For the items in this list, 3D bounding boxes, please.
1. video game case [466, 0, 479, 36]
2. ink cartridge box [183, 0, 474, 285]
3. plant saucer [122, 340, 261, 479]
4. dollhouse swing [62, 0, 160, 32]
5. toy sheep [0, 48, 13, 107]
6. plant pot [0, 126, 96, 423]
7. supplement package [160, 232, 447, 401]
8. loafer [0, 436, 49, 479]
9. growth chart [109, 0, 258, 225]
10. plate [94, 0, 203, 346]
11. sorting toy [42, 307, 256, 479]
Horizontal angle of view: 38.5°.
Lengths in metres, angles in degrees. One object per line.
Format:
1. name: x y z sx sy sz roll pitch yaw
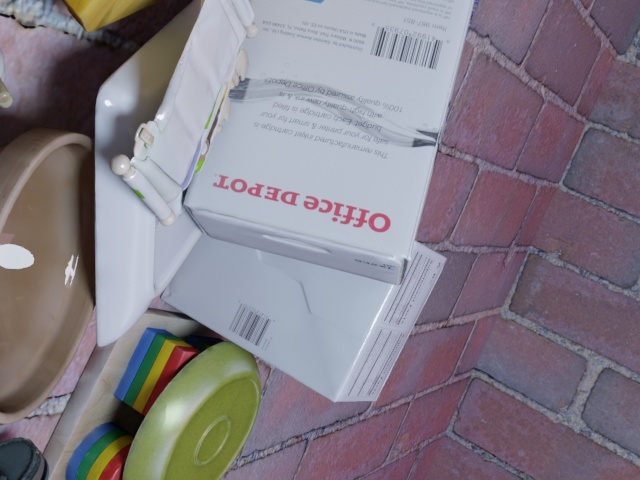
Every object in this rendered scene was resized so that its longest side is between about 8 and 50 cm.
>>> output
1. video game case: 0.129 -0.263 1.348 0.269 0.061 0.244 -18 131 -58
2. ink cartridge box: 0.017 -0.133 0.945 0.129 0.223 0.307 79 26 -75
3. plant saucer: -0.142 0.236 1.114 0.241 0.037 0.241 -45 150 -35
4. dollhouse swing: -0.099 -0.384 0.702 0.315 0.305 0.347 62 35 -15
5. toy sheep: -0.267 -0.127 0.651 0.091 0.091 0.132 -58 149 -11
6. plant pot: -0.264 0.019 0.737 0.237 0.110 0.237 13 90 -83
7. supplement package: -0.019 0.047 1.113 0.204 0.262 0.145 -64 155 2
8. loafer: -0.368 0.266 0.849 0.267 0.096 0.084 -39 141 -39
9. growth chart: -0.106 -0.127 0.790 0.172 0.021 0.237 80 28 -69
10. plate: -0.144 -0.073 0.897 0.278 0.045 0.277 -65 168 -55
11. sorting toy: -0.202 0.222 1.136 0.255 0.089 0.257 -64 156 1
